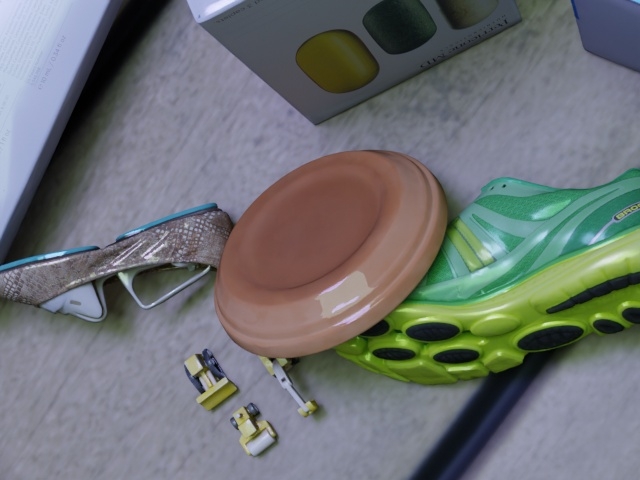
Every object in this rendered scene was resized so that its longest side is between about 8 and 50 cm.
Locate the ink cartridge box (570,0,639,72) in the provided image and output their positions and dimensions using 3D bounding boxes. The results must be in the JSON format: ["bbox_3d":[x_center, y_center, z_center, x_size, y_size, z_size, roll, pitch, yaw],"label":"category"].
[{"bbox_3d":[0.306,-0.233,0.984,0.168,0.171,0.233,26,88,19],"label":"ink cartridge box"}]

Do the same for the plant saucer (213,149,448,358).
[{"bbox_3d":[0.000,0.000,1.045,0.200,0.037,0.200,-22,39,19],"label":"plant saucer"}]

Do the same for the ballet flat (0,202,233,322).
[{"bbox_3d":[-0.167,0.029,1.112,0.206,0.073,0.067,-17,83,-2],"label":"ballet flat"}]

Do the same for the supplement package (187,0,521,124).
[{"bbox_3d":[0.006,-0.245,1.029,0.199,0.262,0.198,-26,73,11],"label":"supplement package"}]

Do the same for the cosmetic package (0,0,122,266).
[{"bbox_3d":[-0.336,-0.172,1.140,0.284,0.097,0.377,25,93,-6],"label":"cosmetic package"}]

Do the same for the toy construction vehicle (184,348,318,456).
[{"bbox_3d":[-0.058,0.115,1.097,0.086,0.035,0.098,-35,71,8],"label":"toy construction vehicle"}]

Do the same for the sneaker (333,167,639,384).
[{"bbox_3d":[0.130,0.026,1.037,0.295,0.109,0.124,-15,47,18],"label":"sneaker"}]
